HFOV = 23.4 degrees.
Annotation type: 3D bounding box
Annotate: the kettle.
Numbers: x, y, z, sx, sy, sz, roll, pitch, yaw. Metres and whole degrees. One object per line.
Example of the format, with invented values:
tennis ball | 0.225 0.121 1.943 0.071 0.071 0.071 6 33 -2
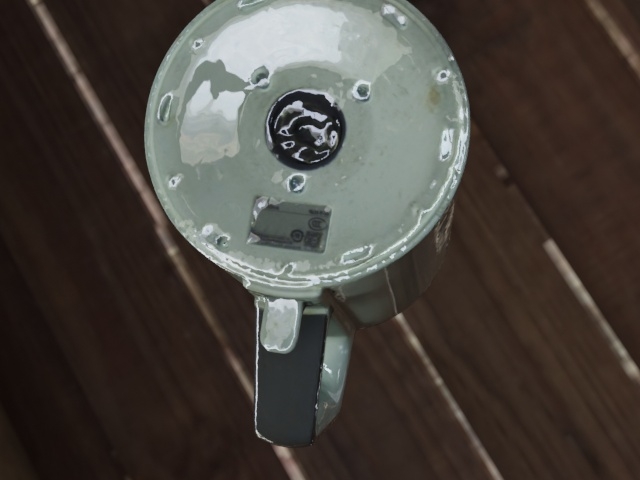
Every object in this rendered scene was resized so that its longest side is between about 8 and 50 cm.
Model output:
kettle | 0.000 0.000 1.344 0.250 0.361 0.377 4 169 6
